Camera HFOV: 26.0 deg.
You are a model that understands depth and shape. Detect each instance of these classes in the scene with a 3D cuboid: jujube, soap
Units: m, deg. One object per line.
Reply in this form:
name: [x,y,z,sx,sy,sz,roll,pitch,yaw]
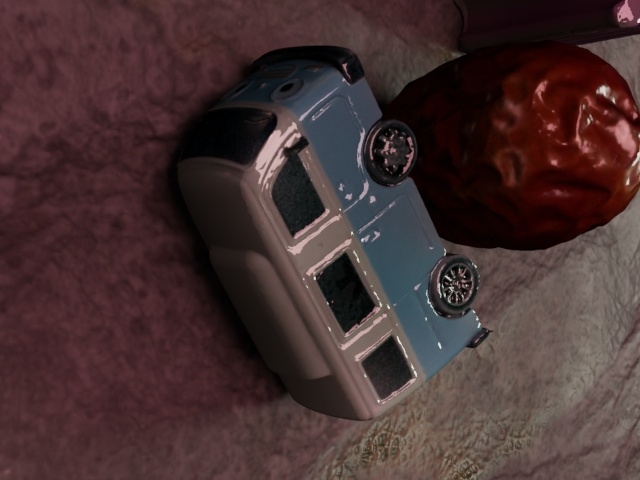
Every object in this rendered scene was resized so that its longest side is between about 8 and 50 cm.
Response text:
jujube: [0.151,-0.074,1.126,0.174,0.250,0.174,4,84,-37]
soap: [0.227,-0.207,1.216,0.122,0.203,0.066,-8,93,-37]

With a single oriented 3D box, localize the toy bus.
toy bus: [0.000,0.000,1.079,0.164,0.133,0.271,-40,116,-27]
